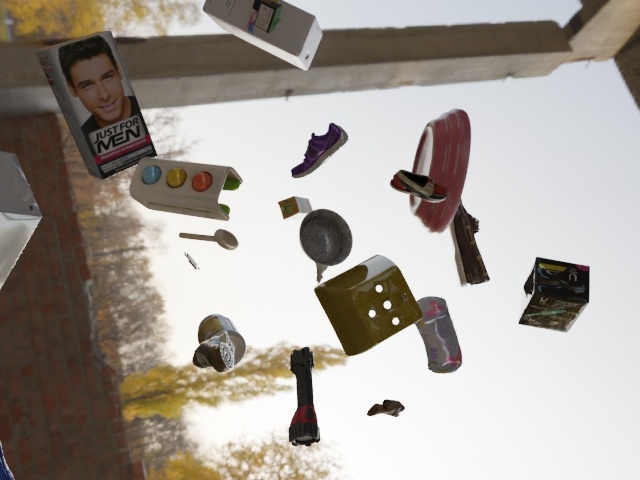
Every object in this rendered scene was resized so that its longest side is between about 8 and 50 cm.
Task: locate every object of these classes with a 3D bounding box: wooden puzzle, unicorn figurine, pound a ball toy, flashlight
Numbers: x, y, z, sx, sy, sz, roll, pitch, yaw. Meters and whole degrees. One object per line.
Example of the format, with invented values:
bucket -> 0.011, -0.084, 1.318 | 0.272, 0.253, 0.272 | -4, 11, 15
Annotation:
wooden puzzle -> -0.413, 0.067, 1.927 | 0.083, 0.006, 0.049 | 54, 2, -22
unicorn figurine -> 0.002, 0.083, 2.247 | 0.111, 0.060, 0.161 | -40, -114, 29
pound a ball toy -> -0.351, -0.107, 1.585 | 0.135, 0.319, 0.208 | 53, 50, -62
flashlight -> -0.059, 0.506, 1.953 | 0.103, 0.103, 0.304 | 64, 15, -49

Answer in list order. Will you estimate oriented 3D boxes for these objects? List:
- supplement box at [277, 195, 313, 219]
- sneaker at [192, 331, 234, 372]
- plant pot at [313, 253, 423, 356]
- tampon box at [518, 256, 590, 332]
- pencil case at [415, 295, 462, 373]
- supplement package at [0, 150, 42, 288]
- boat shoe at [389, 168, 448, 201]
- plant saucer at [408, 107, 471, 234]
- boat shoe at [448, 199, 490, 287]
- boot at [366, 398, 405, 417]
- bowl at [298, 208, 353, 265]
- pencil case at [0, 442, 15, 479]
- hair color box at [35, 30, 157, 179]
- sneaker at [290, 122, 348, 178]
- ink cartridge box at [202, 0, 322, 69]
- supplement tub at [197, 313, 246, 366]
supplement box -> -0.097, -0.129, 2.429 | 0.233, 0.080, 0.078 | -10, 80, -74
sneaker -> -0.242, 0.262, 1.335 | 0.192, 0.086, 0.064 | -131, -163, -82
plant pot -> 0.138, 0.163, 1.530 | 0.212, 0.212, 0.187 | 63, -16, 0
tampon box -> 0.542, 0.128, 1.405 | 0.161, 0.121, 0.101 | 86, 17, -56
pencil case -> 0.375, 0.307, 1.941 | 0.113, 0.124, 0.273 | -116, -175, -58
supplement package -> -0.733, -0.034, 1.207 | 0.262, 0.199, 0.198 | -49, -122, 24
boat shoe -> 0.213, -0.117, 1.263 | 0.043, 0.137, 0.049 | 122, -27, -44
plant saucer -> 0.300, -0.182, 1.571 | 0.332, 0.084, 0.331 | -170, -90, -87
boat shoe -> 0.449, -0.019, 1.870 | 0.116, 0.097, 0.324 | 47, 34, -75
boot -> 0.227, 0.581, 2.049 | 0.118, 0.087, 0.042 | -42, -151, 31
bowl -> 0.000, 0.000, 1.723 | 0.080, 0.170, 0.170 | -29, -108, 59
pencil case -> -0.640, 0.525, 1.179 | 0.306, 0.133, 0.119 | 52, -17, 19
hair color box -> -0.630, -0.384, 1.718 | 0.114, 0.185, 0.374 | 19, -47, 48
sneaker -> -0.010, -0.208, 1.386 | 0.170, 0.068, 0.071 | -40, -86, 26
ink cartridge box -> -0.145, -0.582, 1.608 | 0.117, 0.278, 0.201 | -63, 177, 8
supplement tub -> -0.353, 0.350, 2.118 | 0.200, 0.145, 0.144 | -145, -131, -62
